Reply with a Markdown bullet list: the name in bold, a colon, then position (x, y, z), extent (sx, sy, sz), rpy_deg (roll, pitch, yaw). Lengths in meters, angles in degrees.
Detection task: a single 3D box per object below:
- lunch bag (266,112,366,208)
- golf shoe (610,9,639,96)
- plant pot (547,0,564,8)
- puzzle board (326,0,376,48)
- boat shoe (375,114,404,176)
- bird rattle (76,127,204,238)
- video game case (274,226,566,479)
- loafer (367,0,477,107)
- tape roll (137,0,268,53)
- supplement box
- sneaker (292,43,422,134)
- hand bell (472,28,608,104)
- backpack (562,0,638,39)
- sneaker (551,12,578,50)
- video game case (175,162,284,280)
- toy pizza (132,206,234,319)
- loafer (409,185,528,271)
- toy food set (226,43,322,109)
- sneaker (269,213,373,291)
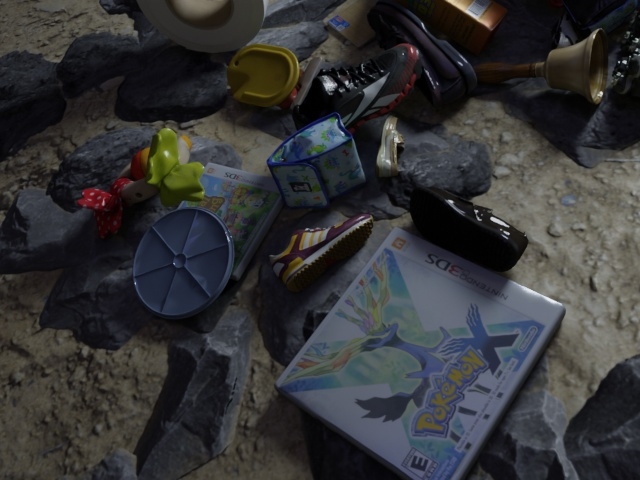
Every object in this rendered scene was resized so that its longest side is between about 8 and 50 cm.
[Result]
- **lunch bag**: position (-0.009, -0.127, 1.174), extent (0.151, 0.129, 0.096), rpy_deg (-25, 52, -1)
- **golf shoe**: position (0.593, -0.342, 1.170), extent (0.120, 0.105, 0.273), rpy_deg (23, 65, 5)
- **plant pot**: position (0.510, -0.656, 1.273), extent (0.267, 0.267, 0.236), rpy_deg (-23, 27, 35)
- **puzzle board**: position (0.085, -0.467, 1.453), extent (0.096, 0.011, 0.128), rpy_deg (-36, 53, -7)
- **boat shoe**: position (0.129, -0.168, 1.213), extent (0.045, 0.050, 0.135), rpy_deg (8, 61, 9)
- **bird rattle**: position (-0.332, -0.113, 1.292), extent (0.253, 0.143, 0.207), rpy_deg (-28, 28, 25)
- **video game case**: position (0.142, 0.161, 0.985), extent (0.299, 0.036, 0.329), rpy_deg (27, 68, 31)
- **loafer**: position (0.171, -0.364, 1.299), extent (0.095, 0.109, 0.302), rpy_deg (-37, 57, -5)
- **tape roll**: position (-0.249, -0.541, 1.440), extent (0.286, 0.286, 0.100), rpy_deg (-2, 56, 16)
- **supplement box**: position (0.236, -0.462, 1.302), extent (0.233, 0.078, 0.080), rpy_deg (37, 65, 8)
- **sneaker**: position (0.061, -0.270, 1.214), extent (0.276, 0.135, 0.098), rpy_deg (-38, 52, 7)
- **hand bell**: position (0.375, -0.307, 1.209), extent (0.242, 0.126, 0.126), rpy_deg (8, 58, 36)
- **backpack**: position (0.516, -0.433, 1.232), extent (0.114, 0.084, 0.105), rpy_deg (-31, 61, 25)
- **sneaker**: position (0.461, -0.385, 1.267), extent (0.043, 0.040, 0.109), rpy_deg (21, 55, -4)
- **video game case**: position (-0.180, -0.041, 1.233), extent (0.193, 0.023, 0.212), rpy_deg (16, 63, 26)
- **toy pizza**: position (-0.235, 0.039, 1.166), extent (0.201, 0.032, 0.201), rpy_deg (-7, 70, 19)
- **loafer**: position (0.233, -0.022, 1.069), extent (0.078, 0.080, 0.220), rpy_deg (-18, 42, -38)
- **toy food set**: position (-0.091, -0.324, 1.382), extent (0.217, 0.071, 0.128), rpy_deg (20, 88, 30)
- **sneaker**: position (0.000, 0.000, 1.120), extent (0.185, 0.070, 0.084), rpy_deg (-35, 59, -9)
